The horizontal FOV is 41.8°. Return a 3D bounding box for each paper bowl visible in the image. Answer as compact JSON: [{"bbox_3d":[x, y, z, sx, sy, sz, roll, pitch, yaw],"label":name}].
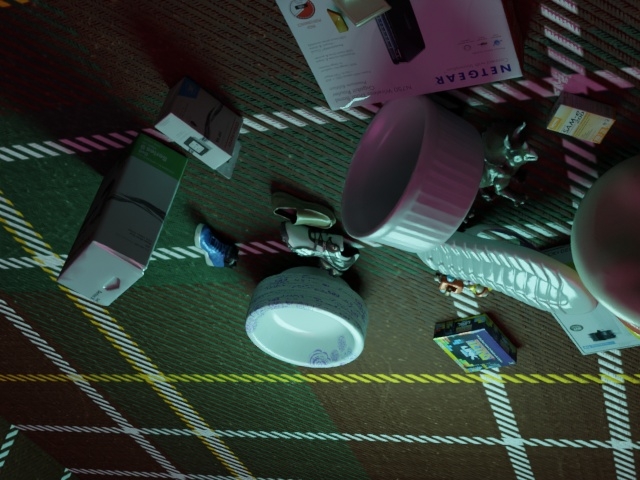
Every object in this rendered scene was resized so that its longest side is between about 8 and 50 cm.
[{"bbox_3d":[-0.027,0.171,1.980,0.284,0.148,0.284,8,142,7],"label":"paper bowl"}]

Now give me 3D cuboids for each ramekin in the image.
[{"bbox_3d":[0.162,-0.113,1.460,0.135,0.277,0.277,20,143,-21],"label":"ramekin"}]

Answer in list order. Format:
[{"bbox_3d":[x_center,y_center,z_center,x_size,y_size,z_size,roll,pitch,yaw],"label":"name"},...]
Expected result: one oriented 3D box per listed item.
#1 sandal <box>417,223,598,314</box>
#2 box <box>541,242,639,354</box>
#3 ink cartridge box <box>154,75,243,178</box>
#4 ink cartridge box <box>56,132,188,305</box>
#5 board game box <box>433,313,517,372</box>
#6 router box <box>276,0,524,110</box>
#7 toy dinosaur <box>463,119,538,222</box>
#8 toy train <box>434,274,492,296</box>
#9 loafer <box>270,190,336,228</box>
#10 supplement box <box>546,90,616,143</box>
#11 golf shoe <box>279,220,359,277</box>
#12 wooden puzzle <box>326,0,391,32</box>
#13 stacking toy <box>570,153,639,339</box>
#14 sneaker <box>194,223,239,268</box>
[{"bbox_3d":[0.359,0.026,1.653,0.416,0.102,0.169,19,153,38],"label":"sandal"},{"bbox_3d":[0.578,0.122,1.777,0.169,0.087,0.290,-15,134,32],"label":"box"},{"bbox_3d":[-0.213,-0.211,1.581,0.180,0.104,0.060,35,137,-27],"label":"ink cartridge box"},{"bbox_3d":[-0.401,-0.042,1.705,0.121,0.289,0.211,30,140,-21],"label":"ink cartridge box"},{"bbox_3d":[0.379,0.254,2.044,0.141,0.048,0.170,-17,134,36],"label":"board game box"},{"bbox_3d":[0.121,-0.363,1.297,0.335,0.082,0.301,-7,138,25],"label":"router box"},{"bbox_3d":[0.287,-0.128,1.550,0.313,0.121,0.160,-19,121,42],"label":"toy dinosaur"},{"bbox_3d":[0.328,0.086,1.843,0.125,0.046,0.166,18,143,-6],"label":"toy train"},{"bbox_3d":[-0.039,-0.054,1.773,0.148,0.050,0.056,19,143,-7],"label":"loafer"},{"bbox_3d":[0.445,-0.210,1.431,0.098,0.036,0.062,15,142,-2],"label":"supplement box"},{"bbox_3d":[0.000,0.000,1.824,0.198,0.077,0.094,31,129,-32],"label":"golf shoe"},{"bbox_3d":[0.059,-0.355,1.246,0.116,0.014,0.078,-16,139,33],"label":"wooden puzzle"},{"bbox_3d":[0.657,0.084,1.552,0.350,0.351,0.480,-2,152,19],"label":"stacking toy"},{"bbox_3d":[-0.231,0.015,1.914,0.084,0.058,0.152,9,148,15],"label":"sneaker"}]
